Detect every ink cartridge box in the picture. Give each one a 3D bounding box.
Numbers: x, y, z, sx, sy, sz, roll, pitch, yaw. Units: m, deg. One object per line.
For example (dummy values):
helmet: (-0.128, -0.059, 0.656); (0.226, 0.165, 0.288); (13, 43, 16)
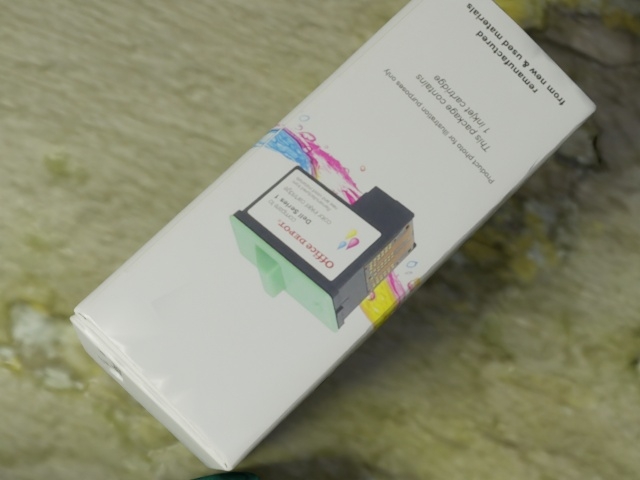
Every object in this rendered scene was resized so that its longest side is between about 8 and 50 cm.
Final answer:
ink cartridge box: (0.000, 0.000, 0.737); (0.278, 0.201, 0.117); (-43, 88, -12)

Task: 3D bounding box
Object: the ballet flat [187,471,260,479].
ballet flat: (-0.212, 0.241, 0.631); (0.483, 0.164, 0.182); (-4, 85, -33)
